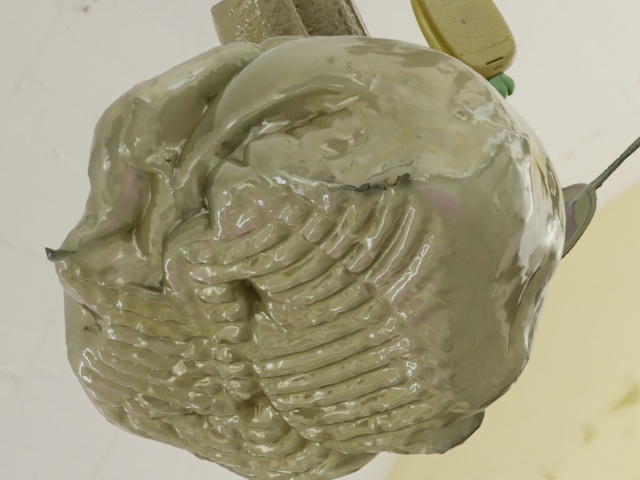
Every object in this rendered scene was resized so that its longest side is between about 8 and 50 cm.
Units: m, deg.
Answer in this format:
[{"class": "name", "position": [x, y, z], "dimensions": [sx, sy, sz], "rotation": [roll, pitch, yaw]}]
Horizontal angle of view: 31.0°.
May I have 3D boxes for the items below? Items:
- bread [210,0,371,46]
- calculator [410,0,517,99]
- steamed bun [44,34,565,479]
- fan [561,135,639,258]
[{"class": "bread", "position": [-0.026, -0.204, 1.176], "dimensions": [0.134, 0.141, 0.148], "rotation": [-15, 14, 42]}, {"class": "calculator", "position": [0.210, -0.303, 1.663], "dimensions": [0.146, 0.235, 0.032], "rotation": [-27, -7, -34]}, {"class": "steamed bun", "position": [0.000, 0.000, 0.698], "dimensions": [0.275, 0.320, 0.206], "rotation": [63, -144, -28]}, {"class": "fan", "position": [0.355, -0.032, 1.706], "dimensions": [0.335, 0.011, 0.229], "rotation": [-47, 13, 12]}]
